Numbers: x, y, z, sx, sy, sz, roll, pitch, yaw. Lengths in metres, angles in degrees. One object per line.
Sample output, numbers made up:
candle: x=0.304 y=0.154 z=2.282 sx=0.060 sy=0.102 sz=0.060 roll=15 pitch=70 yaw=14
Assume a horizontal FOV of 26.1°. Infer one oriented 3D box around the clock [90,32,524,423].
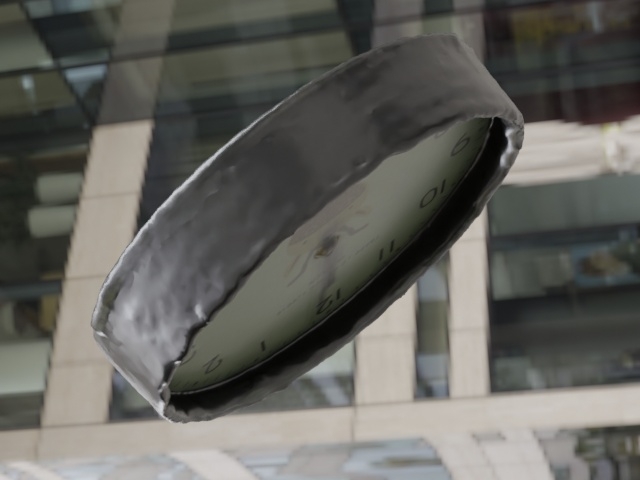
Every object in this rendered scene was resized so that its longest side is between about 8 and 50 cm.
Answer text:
clock: x=0.000 y=0.000 z=0.525 sx=0.040 sy=0.184 sz=0.184 roll=51 pitch=-175 yaw=17
